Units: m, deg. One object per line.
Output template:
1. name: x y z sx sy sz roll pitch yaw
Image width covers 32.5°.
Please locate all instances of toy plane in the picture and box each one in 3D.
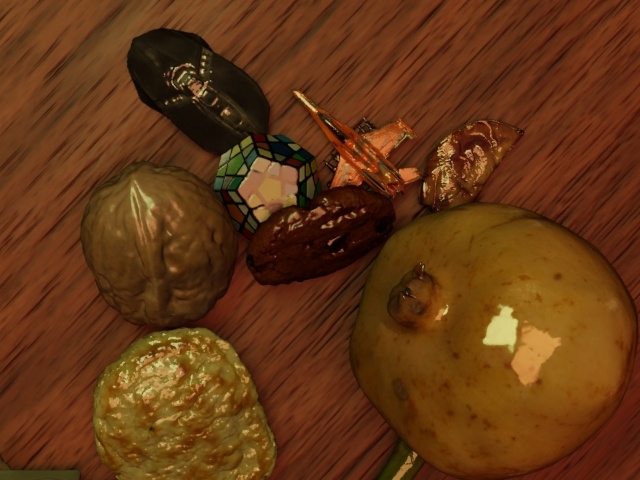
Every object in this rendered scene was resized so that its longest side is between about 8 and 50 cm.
1. toy plane: 0.035 -0.117 1.341 0.188 0.062 0.135 43 90 4

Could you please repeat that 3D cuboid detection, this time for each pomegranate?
1. pomegranate: 0.179 0.106 1.244 0.342 0.342 0.342 -1 96 -7

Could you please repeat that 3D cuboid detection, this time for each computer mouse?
1. computer mouse: -0.146 -0.179 1.304 0.192 0.062 0.106 39 91 -8

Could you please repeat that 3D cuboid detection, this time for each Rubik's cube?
1. Rubik's cube: -0.063 -0.062 1.302 0.133 0.133 0.112 17 121 -9

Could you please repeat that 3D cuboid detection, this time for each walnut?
1. walnut: -0.184 0.000 1.249 0.178 0.230 0.178 -4 53 5

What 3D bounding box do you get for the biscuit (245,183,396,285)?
1. biscuit: 0.000 0.000 1.288 0.192 0.192 0.049 -20 65 -5

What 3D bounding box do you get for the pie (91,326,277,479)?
1. pie: -0.168 0.218 1.317 0.201 0.090 0.248 -21 114 -5

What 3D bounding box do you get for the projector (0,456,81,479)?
1. projector: -0.373 0.374 1.286 0.177 0.163 0.242 1 98 -9

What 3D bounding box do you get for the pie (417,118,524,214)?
1. pie: 0.176 -0.085 1.369 0.092 0.034 0.170 29 93 -13

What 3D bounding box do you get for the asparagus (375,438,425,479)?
1. asparagus: 0.076 0.331 1.399 0.178 0.041 0.045 -56 144 2
